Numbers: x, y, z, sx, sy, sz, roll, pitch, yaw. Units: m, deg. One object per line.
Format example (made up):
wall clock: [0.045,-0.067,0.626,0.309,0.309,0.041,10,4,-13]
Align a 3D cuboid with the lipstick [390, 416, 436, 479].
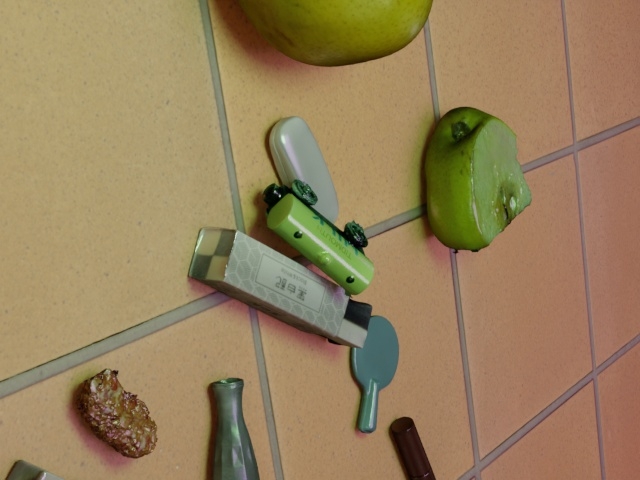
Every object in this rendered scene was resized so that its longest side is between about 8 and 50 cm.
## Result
lipstick: [0.232,0.542,2.206,0.057,0.057,0.356,-43,123,-39]

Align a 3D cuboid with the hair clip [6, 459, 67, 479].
hair clip: [-0.331,0.426,1.516,0.331,0.101,0.085,44,63,-39]

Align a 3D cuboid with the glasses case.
glasses case: [-0.028,-0.121,1.865,0.092,0.059,0.233,-45,125,-36]

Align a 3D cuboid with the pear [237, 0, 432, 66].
pear: [0.020,-0.474,1.680,0.418,0.362,0.362,37,64,-50]

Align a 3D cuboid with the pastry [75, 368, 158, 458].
pastry: [-0.322,0.273,1.546,0.169,0.063,0.087,58,42,-27]

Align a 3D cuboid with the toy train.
toy train: [0.000,0.000,1.790,0.253,0.105,0.157,40,18,-26]

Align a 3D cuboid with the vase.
vase: [-0.153,0.349,1.733,0.086,0.086,0.214,-6,92,-49]

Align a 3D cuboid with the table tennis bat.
table tennis bat: [0.110,0.276,2.066,0.153,0.040,0.244,21,72,-47]

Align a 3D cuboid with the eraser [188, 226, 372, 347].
eraser: [-0.062,0.093,1.809,0.404,0.098,0.096,32,69,-45]

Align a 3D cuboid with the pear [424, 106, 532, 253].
pear: [0.317,-0.148,2.187,0.286,0.176,0.281,-39,118,-47]
